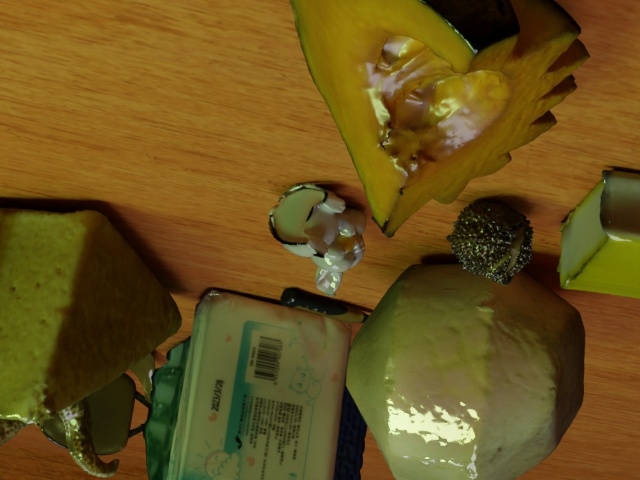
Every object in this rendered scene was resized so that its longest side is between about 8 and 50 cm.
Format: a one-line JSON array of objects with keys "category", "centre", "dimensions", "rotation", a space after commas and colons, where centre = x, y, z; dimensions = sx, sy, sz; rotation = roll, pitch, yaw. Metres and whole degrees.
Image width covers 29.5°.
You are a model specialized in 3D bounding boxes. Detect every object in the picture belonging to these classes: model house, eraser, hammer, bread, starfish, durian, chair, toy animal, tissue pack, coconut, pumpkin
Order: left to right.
[{"category": "starfish", "centre": [-0.381, 0.153, 1.546], "dimensions": [0.094, 0.375, 0.327], "rotation": [-35, 179, 26]}, {"category": "bread", "centre": [-0.302, 0.117, 1.363], "dimensions": [0.233, 0.245, 0.362], "rotation": [4, 159, 17]}, {"category": "chair", "centre": [-0.361, 0.247, 1.906], "dimensions": [0.158, 0.172, 0.247], "rotation": [20, 165, -29]}, {"category": "tissue pack", "centre": [-0.078, 0.216, 1.505], "dimensions": [0.201, 0.271, 0.124], "rotation": [14, 161, -18]}, {"category": "model house", "centre": [-0.051, 0.277, 1.755], "dimensions": [0.329, 0.252, 0.295], "rotation": [10, 162, -27]}, {"category": "toy animal", "centre": [0.005, 0.000, 1.147], "dimensions": [0.085, 0.071, 0.124], "rotation": [-7, 157, 34]}, {"category": "hammer", "centre": [0.042, 0.093, 1.487], "dimensions": [0.201, 0.021, 0.078], "rotation": [16, 159, -24]}, {"category": "pumpkin", "centre": [0.071, -0.125, 0.759], "dimensions": [0.130, 0.149, 0.254], "rotation": [-33, 165, -17]}, {"category": "coconut", "centre": [0.144, 0.140, 1.265], "dimensions": [0.259, 0.259, 0.259], "rotation": [7, 161, 2]}, {"category": "durian", "centre": [0.150, 0.001, 1.097], "dimensions": [0.091, 0.080, 0.080], "rotation": [7, 165, 38]}, {"category": "eraser", "centre": [0.331, 0.010, 1.057], "dimensions": [0.226, 0.069, 0.158], "rotation": [9, 159, -3]}]
